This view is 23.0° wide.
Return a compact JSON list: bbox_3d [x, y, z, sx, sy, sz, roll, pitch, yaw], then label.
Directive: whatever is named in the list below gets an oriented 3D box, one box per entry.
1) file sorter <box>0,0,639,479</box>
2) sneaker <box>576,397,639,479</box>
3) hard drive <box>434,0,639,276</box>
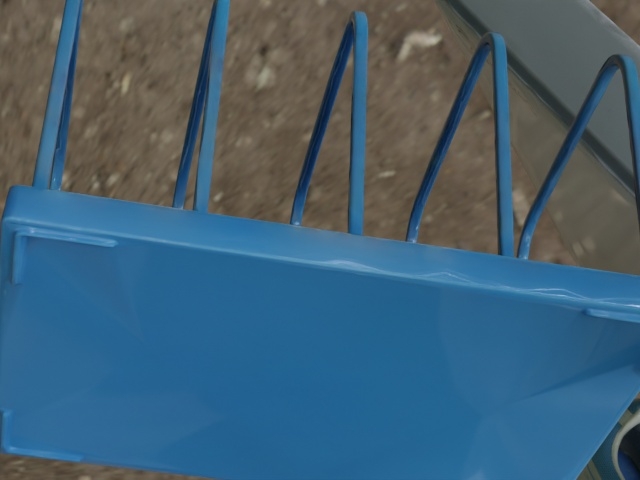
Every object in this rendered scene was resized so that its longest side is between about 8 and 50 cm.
[{"bbox_3d":[0.000,0.000,0.452,0.170,0.118,0.104,9,54,-8],"label":"file sorter"},{"bbox_3d":[0.215,0.200,0.923,0.085,0.086,0.237,-2,55,-30],"label":"sneaker"},{"bbox_3d":[0.177,0.030,0.748,0.047,0.233,0.353,-35,135,0],"label":"hard drive"}]
